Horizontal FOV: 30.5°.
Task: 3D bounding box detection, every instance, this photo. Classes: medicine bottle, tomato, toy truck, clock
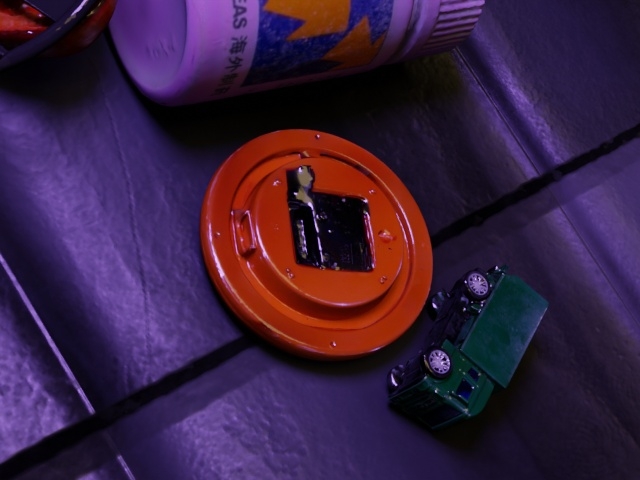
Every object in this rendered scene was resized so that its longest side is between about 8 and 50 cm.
[{"bbox_3d":[-0.020,-0.220,0.985,0.290,0.178,0.178,-14,73,-31],"label":"medicine bottle"},{"bbox_3d":[-0.230,-0.212,0.927,0.166,0.082,0.174,4,63,6],"label":"tomato"},{"bbox_3d":[0.118,0.088,0.966,0.079,0.065,0.147,41,53,-6],"label":"toy truck"},{"bbox_3d":[0.000,0.000,0.961,0.205,0.051,0.205,11,62,-21],"label":"clock"}]

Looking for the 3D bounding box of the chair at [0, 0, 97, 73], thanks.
[{"bbox_3d":[-0.285,-0.251,0.831,0.260,0.141,0.154,30,71,19],"label":"chair"}]
